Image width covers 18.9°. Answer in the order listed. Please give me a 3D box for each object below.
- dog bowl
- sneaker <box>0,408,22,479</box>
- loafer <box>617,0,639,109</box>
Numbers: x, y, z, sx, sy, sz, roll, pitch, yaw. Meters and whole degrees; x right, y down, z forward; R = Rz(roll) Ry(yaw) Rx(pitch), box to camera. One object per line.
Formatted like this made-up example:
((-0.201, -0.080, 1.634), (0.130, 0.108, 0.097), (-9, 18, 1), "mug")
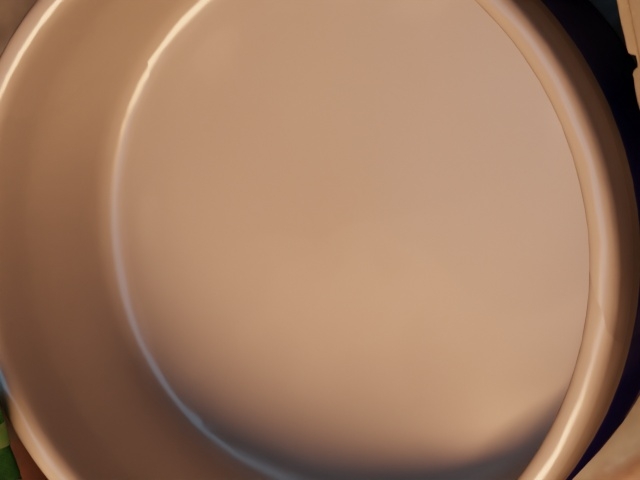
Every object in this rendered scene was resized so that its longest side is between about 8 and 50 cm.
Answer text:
((0.000, 0.000, 0.739), (0.265, 0.104, 0.265), (3, 98, 24), "dog bowl")
((-0.220, 0.056, 0.815), (0.295, 0.109, 0.123), (23, 119, 35), "sneaker")
((0.141, -0.183, 0.657), (0.111, 0.112, 0.319), (-11, 100, 20), "loafer")
